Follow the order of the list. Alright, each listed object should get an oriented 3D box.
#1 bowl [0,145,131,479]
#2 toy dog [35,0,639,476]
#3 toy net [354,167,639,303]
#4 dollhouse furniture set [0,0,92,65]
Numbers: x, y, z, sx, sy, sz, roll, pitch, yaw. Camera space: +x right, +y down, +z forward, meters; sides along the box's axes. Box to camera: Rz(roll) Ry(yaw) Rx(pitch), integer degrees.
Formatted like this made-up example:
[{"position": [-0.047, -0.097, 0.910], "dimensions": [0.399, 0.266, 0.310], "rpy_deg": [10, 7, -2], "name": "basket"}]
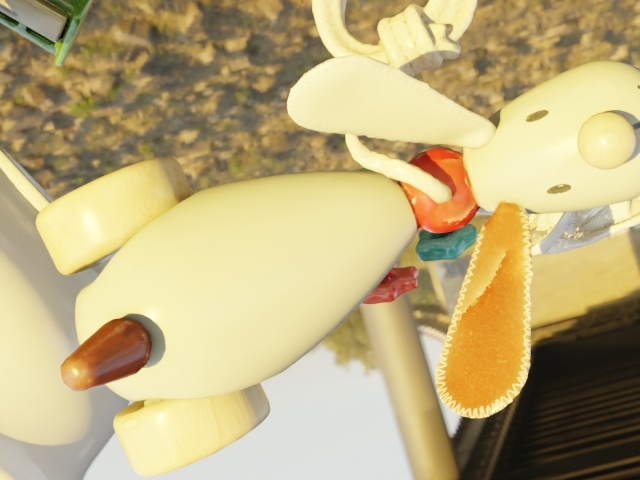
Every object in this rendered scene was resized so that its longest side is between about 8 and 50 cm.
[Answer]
[{"position": [-0.220, 0.031, 0.684], "dimensions": [0.134, 0.298, 0.298], "rpy_deg": [-43, -178, -9], "name": "bowl"}, {"position": [0.000, 0.000, 0.481], "dimensions": [0.334, 0.220, 0.161], "rpy_deg": [-44, -178, 11], "name": "toy dog"}, {"position": [0.089, -0.013, 0.644], "dimensions": [0.232, 0.045, 0.122], "rpy_deg": [-7, -153, 31], "name": "toy net"}, {"position": [-0.268, -0.188, 0.762], "dimensions": [0.151, 0.197, 0.301], "rpy_deg": [31, 155, -13], "name": "dollhouse furniture set"}]
